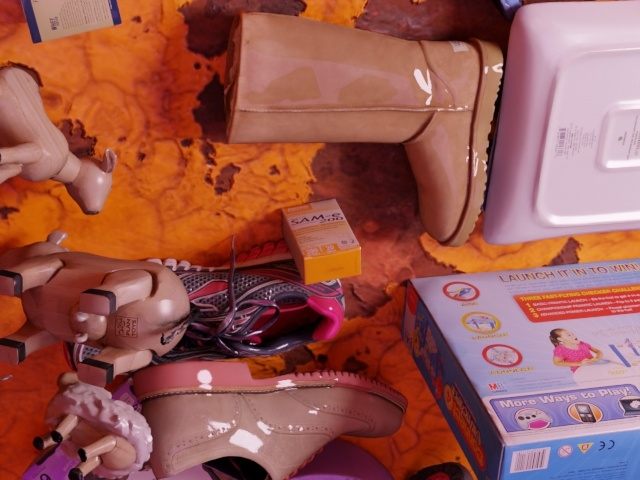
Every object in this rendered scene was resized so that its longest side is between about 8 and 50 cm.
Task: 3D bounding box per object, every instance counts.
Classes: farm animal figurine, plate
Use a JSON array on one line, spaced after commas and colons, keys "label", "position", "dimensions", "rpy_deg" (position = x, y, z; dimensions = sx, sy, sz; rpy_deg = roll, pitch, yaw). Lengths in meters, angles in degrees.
[{"label": "farm animal figurine", "position": [-0.256, 0.023, 1.233], "dimensions": [0.326, 0.172, 0.330], "rpy_deg": [27, 115, 16]}, {"label": "plate", "position": [0.318, -0.115, 1.349], "dimensions": [0.278, 0.045, 0.277], "rpy_deg": [-5, 122, -15]}]

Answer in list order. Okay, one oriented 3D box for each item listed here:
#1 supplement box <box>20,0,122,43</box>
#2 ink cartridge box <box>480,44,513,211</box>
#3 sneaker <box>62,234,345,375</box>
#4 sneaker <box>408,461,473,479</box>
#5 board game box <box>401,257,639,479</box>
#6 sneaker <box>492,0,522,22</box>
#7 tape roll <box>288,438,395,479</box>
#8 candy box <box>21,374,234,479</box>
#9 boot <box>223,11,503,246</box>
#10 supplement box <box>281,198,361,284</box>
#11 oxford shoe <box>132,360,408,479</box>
[{"label": "supplement box", "position": [-0.232, -0.233, 1.165], "dimensions": [0.083, 0.056, 0.083], "rpy_deg": [-15, 122, -8]}, {"label": "ink cartridge box", "position": [0.283, -0.139, 1.379], "dimensions": [0.224, 0.045, 0.223], "rpy_deg": [-2, 121, -17]}, {"label": "sneaker", "position": [-0.122, 0.078, 1.347], "dimensions": [0.299, 0.112, 0.121], "rpy_deg": [-16, 122, -7]}, {"label": "sneaker", "position": [0.170, 0.370, 1.628], "dimensions": [0.125, 0.104, 0.262], "rpy_deg": [-14, 130, -25]}, {"label": "board game box", "position": [0.278, 0.141, 1.389], "dimensions": [0.308, 0.302, 0.086], "rpy_deg": [-4, 121, -14]}, {"label": "sneaker", "position": [0.183, -0.282, 1.264], "dimensions": [0.059, 0.053, 0.144], "rpy_deg": [-23, 124, -5]}, {"label": "tape roll", "position": [-0.021, 0.374, 1.541], "dimensions": [0.274, 0.090, 0.275], "rpy_deg": [-5, 114, -11]}, {"label": "candy box", "position": [-0.196, 0.266, 1.412], "dimensions": [0.165, 0.070, 0.196], "rpy_deg": [-42, 94, 9]}, {"label": "boot", "position": [0.034, -0.109, 1.305], "dimensions": [0.269, 0.089, 0.236], "rpy_deg": [1, 109, -17]}, {"label": "supplement box", "position": [0.000, 0.000, 1.345], "dimensions": [0.062, 0.098, 0.036], "rpy_deg": [-11, 125, -12]}, {"label": "oxford shoe", "position": [-0.047, 0.208, 1.396], "dimensions": [0.348, 0.130, 0.123], "rpy_deg": [7, 159, -35]}]
